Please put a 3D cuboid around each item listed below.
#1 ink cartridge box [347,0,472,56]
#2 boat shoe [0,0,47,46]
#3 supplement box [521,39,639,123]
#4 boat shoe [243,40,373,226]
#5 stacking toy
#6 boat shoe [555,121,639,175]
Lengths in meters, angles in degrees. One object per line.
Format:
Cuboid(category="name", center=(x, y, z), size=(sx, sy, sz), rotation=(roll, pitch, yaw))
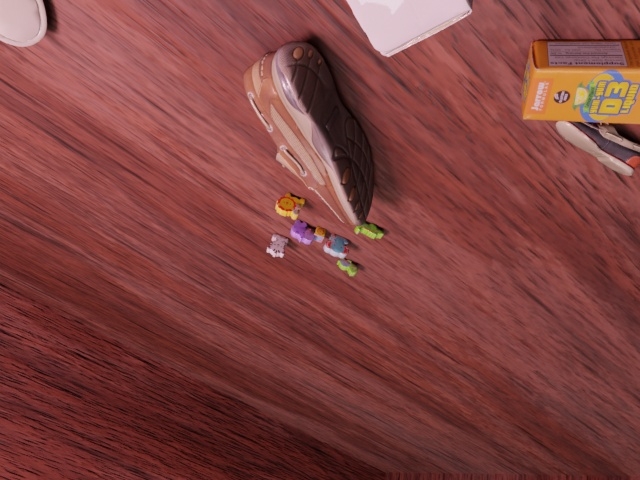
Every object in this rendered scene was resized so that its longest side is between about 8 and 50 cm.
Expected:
Cuboid(category="ink cartridge box", center=(0.070, -0.297, 0.422), size=(0.093, 0.212, 0.154), rotation=(-15, 133, 36))
Cuboid(category="boat shoe", center=(-0.503, -0.421, 0.631), size=(0.099, 0.116, 0.319), rotation=(48, 172, 37))
Cuboid(category="supplement box", center=(0.369, -0.188, 0.557), size=(0.234, 0.080, 0.078), rotation=(8, 141, 17))
Cuboid(category="boat shoe", center=(-0.009, -0.153, 0.742), size=(0.117, 0.123, 0.324), rotation=(0, 135, 34))
Cuboid(category="stacking toy", center=(0.000, 0.000, 0.983), size=(0.221, 0.052, 0.167), rotation=(20, 144, -4))
Cuboid(category="boat shoe", center=(0.386, -0.140, 0.644), size=(0.137, 0.049, 0.043), rotation=(28, 101, -10))
